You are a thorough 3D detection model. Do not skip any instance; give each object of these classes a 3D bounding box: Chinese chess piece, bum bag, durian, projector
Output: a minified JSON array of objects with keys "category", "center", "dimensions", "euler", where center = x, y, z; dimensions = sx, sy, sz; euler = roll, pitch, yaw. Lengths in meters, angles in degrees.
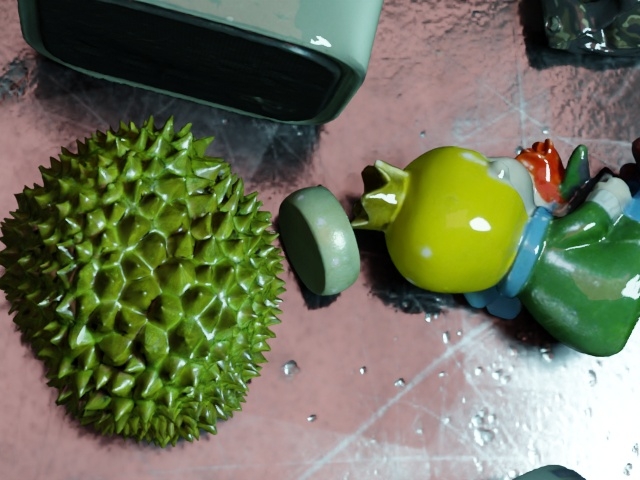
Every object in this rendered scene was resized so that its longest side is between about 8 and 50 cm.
[{"category":"Chinese chess piece","center":[0.000,0.000,1.424],"dimensions":[0.034,0.084,0.084],"euler":[-21,84,-18]},{"category":"bum bag","center":[0.294,-0.185,1.499],"dimensions":[0.248,0.069,0.102],"euler":[9,88,-12]},{"category":"durian","center":[-0.127,0.024,1.366],"dimensions":[0.200,0.176,0.237],"euler":[-12,70,-29]},{"category":"projector","center":[-0.069,-0.243,1.371],"dimensions":[0.248,0.248,0.249],"euler":[14,79,-5]}]

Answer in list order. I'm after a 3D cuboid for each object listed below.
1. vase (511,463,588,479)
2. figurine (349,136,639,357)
[{"category":"vase","center":[0.254,0.274,1.326],"dimensions":[0.301,0.251,0.156],"euler":[22,117,29]},{"category":"figurine","center":[0.150,-0.026,1.434],"dimensions":[0.234,0.127,0.185],"euler":[24,73,7]}]
